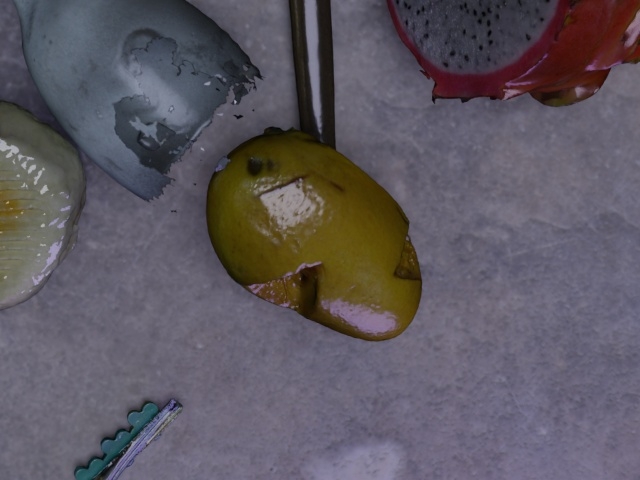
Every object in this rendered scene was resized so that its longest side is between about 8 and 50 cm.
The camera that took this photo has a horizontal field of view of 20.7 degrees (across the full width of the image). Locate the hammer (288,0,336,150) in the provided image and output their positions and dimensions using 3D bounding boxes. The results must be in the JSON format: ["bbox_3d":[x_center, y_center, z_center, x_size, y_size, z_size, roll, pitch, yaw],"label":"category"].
[{"bbox_3d":[-0.004,-0.166,1.820,0.168,0.044,0.440,-4,99,-10],"label":"hammer"}]

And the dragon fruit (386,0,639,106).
[{"bbox_3d":[0.222,-0.279,1.737,0.225,0.305,0.305,-7,101,-37],"label":"dragon fruit"}]

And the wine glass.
[{"bbox_3d":[-0.222,-0.202,1.708,0.357,0.190,0.190,43,90,-9],"label":"wine glass"}]

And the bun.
[{"bbox_3d":[-0.343,-0.052,1.728,0.243,0.153,0.244,1,121,2],"label":"bun"}]

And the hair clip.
[{"bbox_3d":[-0.215,0.228,1.847,0.049,0.049,0.173,43,85,-13],"label":"hair clip"}]

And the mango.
[{"bbox_3d":[0.000,0.000,1.759,0.262,0.130,0.167,34,93,-19],"label":"mango"}]
